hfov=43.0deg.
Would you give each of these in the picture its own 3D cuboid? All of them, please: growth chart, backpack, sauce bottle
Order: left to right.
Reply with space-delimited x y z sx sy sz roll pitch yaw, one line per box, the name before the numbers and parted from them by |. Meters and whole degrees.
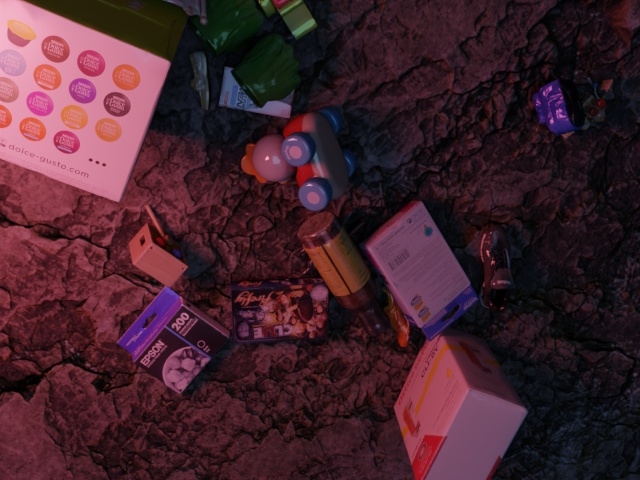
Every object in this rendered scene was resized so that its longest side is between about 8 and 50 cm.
growth chart | -0.339 -0.534 1.671 0.237 0.172 0.021 18 130 -19
sauce bottle | 0.065 0.090 1.975 0.111 0.111 0.344 -28 118 3
backpack | 0.569 -0.310 1.930 0.098 0.101 0.120 -12 82 -43

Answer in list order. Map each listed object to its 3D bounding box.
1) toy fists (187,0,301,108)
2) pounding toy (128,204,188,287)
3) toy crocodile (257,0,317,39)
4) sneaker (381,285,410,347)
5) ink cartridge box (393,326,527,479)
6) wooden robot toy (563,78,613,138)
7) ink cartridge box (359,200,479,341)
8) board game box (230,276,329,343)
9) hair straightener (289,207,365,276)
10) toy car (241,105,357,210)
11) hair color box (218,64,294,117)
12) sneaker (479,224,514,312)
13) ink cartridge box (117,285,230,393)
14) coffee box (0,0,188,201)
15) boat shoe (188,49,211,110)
toy fists | -0.158 -0.430 1.796 0.142 0.096 0.279 -40 91 -7
pounding toy | -0.386 0.011 1.931 0.130 0.141 0.100 38 101 -31
toy crocodile | -0.113 -0.598 1.765 0.115 0.105 0.341 -28 110 3
sneaker | 0.192 0.191 2.089 0.067 0.064 0.175 -11 99 1
ink cartridge box | 0.327 0.414 2.005 0.160 0.385 0.279 20 105 -10
wooden robot toy | 0.664 -0.306 1.975 0.079 0.076 0.173 36 101 -27
ink cartridge box | 0.250 0.078 2.027 0.185 0.065 0.311 -39 107 -15
board game box | -0.101 0.175 2.041 0.243 0.042 0.165 -3 118 -6
hair straightener | 0.000 0.000 2.014 0.230 0.047 0.089 -43 107 13
toy car | -0.071 -0.177 1.889 0.237 0.219 0.210 -10 113 28
hair color box | -0.146 -0.343 1.873 0.167 0.053 0.093 8 106 -10
sneaker | 0.452 0.079 2.054 0.078 0.106 0.234 -2 108 -7
ink cartridge box | -0.371 0.252 2.047 0.208 0.045 0.206 38 101 -15
coffee box | -0.485 -0.349 1.641 0.337 0.338 0.334 21 121 -14
boat shoe | -0.276 -0.364 1.855 0.045 0.050 0.135 -5 99 -2
